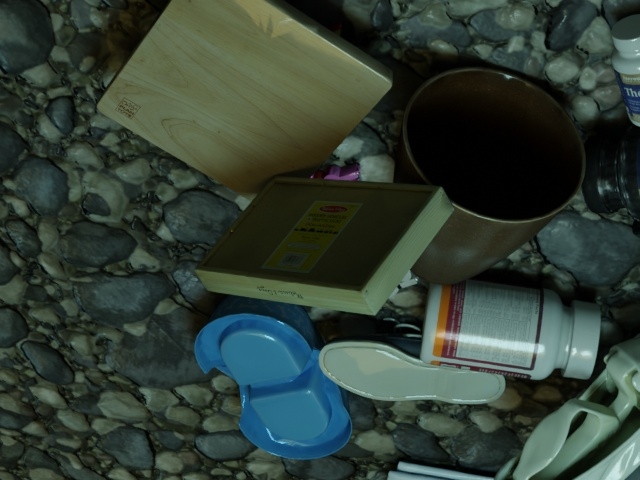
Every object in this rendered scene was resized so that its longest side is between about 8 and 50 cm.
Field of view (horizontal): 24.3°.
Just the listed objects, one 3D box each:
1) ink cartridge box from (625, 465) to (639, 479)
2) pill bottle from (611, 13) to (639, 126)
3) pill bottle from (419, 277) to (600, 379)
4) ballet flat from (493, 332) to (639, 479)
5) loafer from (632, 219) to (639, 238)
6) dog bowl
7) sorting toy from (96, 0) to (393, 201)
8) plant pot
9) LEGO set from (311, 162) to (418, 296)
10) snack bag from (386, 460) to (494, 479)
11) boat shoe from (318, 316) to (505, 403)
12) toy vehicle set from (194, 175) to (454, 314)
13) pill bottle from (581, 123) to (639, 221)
[{"bbox_3d":[0.461,0.286,1.941,0.201,0.278,0.117,-33,115,33],"label":"ink cartridge box"},{"bbox_3d":[0.365,-0.191,1.671,0.067,0.067,0.120,-11,128,20],"label":"pill bottle"},{"bbox_3d":[0.245,0.116,1.934,0.221,0.121,0.121,8,132,3],"label":"pill bottle"},{"bbox_3d":[0.372,0.215,1.876,0.400,0.139,0.139,-46,115,2],"label":"ballet flat"},{"bbox_3d":[0.459,-0.037,1.798,0.170,0.062,0.061,-27,127,31],"label":"loafer"},{"bbox_3d":[-0.059,0.184,2.088,0.166,0.074,0.297,-13,128,21],"label":"dog bowl"},{"bbox_3d":[-0.085,-0.194,1.743,0.257,0.089,0.255,31,130,-16],"label":"sorting toy"},{"bbox_3d":[0.172,-0.051,1.764,0.215,0.215,0.230,17,146,-4],"label":"plant pot"},{"bbox_3d":[0.069,0.002,1.891,0.093,0.087,0.227,-19,127,26],"label":"LEGO set"},{"bbox_3d":[0.255,0.476,2.314,0.323,0.037,0.342,7,135,5],"label":"snack bag"},{"bbox_3d":[0.126,0.161,2.024,0.255,0.079,0.095,3,124,2],"label":"boat shoe"},{"bbox_3d":[0.000,0.000,1.655,0.267,0.166,0.035,6,137,45],"label":"toy vehicle set"},{"bbox_3d":[0.418,-0.081,1.710,0.219,0.123,0.122,-3,132,31],"label":"pill bottle"}]
